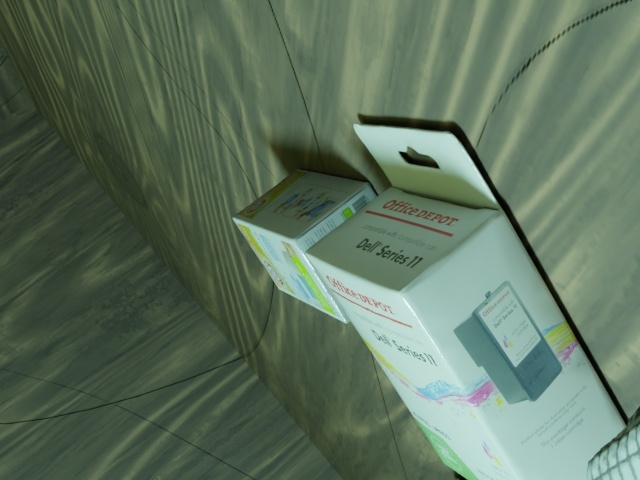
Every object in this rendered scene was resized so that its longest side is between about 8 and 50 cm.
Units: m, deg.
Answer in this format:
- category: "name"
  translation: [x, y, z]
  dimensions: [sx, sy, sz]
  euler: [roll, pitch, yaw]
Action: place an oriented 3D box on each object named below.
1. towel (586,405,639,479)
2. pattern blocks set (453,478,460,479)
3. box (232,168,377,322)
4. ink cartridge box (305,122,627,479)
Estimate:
- category: "towel"
  translation: [0.308, 0.172, 0.589]
  dimensions: [0.283, 0.121, 0.235]
  euler: [44, 156, 13]
- category: "pattern blocks set"
  translation: [0.231, 0.494, 1.567]
  dimensions: [0.325, 0.026, 0.285]
  euler: [63, -168, -63]
- category: "box"
  translation: [0.000, 0.000, 1.185]
  dimensions: [0.114, 0.103, 0.203]
  euler: [58, 165, -20]
- category: "ink cartridge box"
  translation: [0.116, 0.073, 0.958]
  dimensions: [0.353, 0.119, 0.207]
  euler: [57, 166, -19]
